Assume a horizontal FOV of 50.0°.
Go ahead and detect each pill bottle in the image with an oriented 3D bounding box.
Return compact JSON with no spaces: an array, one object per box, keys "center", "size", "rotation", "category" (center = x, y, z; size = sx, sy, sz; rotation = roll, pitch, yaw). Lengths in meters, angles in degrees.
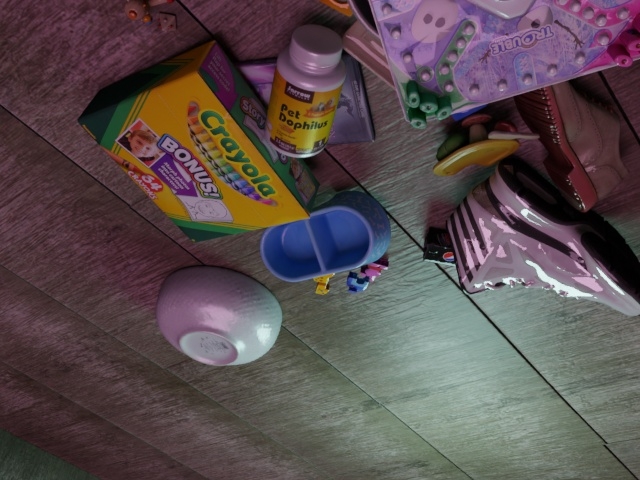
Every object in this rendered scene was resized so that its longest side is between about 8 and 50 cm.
[{"center":[-0.025,-0.252,1.165],"size":[0.117,0.117,0.215],"rotation":[14,139,-3],"category":"pill bottle"}]

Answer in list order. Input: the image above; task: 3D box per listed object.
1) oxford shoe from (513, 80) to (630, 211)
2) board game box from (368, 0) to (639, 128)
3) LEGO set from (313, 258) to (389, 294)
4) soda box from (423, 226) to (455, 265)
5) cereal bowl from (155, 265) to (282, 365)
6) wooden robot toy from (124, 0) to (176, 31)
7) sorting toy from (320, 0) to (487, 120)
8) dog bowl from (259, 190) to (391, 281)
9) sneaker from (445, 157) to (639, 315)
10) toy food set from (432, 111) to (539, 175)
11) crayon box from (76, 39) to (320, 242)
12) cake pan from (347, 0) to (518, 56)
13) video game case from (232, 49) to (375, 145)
[{"center":[0.431,-0.214,1.177],"size":[0.130,0.123,0.348],"rotation":[-34,124,3],"category":"oxford shoe"},{"center":[0.259,-0.371,0.945],"size":[0.390,0.050,0.390],"rotation":[-15,125,13],"category":"board game box"},{"center":[0.033,0.080,1.592],"size":[0.227,0.087,0.093],"rotation":[15,139,-3],"category":"LEGO set"},{"center":[0.311,0.021,1.488],"size":[0.169,0.053,0.060],"rotation":[10,138,0],"category":"soda box"},{"center":[-0.275,0.224,1.786],"size":[0.339,0.141,0.339],"rotation":[7,139,6],"category":"cereal bowl"},{"center":[-0.294,-0.399,1.125],"size":[0.076,0.079,0.173],"rotation":[-8,136,21],"category":"wooden robot toy"},{"center":[0.158,-0.341,1.114],"size":[0.347,0.047,0.196],"rotation":[33,130,-21],"category":"sorting toy"},{"center":[0.000,0.000,1.460],"size":[0.297,0.074,0.166],"rotation":[-14,101,27],"category":"dog bowl"},{"center":[0.442,0.044,1.390],"size":[0.447,0.169,0.257],"rotation":[36,129,-14],"category":"sneaker"},{"center":[0.283,-0.182,1.232],"size":[0.128,0.071,0.218],"rotation":[-5,168,-25],"category":"toy food set"},{"center":[-0.226,-0.167,1.325],"size":[0.313,0.106,0.363],"rotation":[-10,134,34],"category":"crayon box"},{"center":[0.172,-0.411,0.984],"size":[0.293,0.054,0.293],"rotation":[1,127,2],"category":"cake pan"},{"center":[-0.048,-0.254,1.277],"size":[0.274,0.026,0.196],"rotation":[-2,138,16],"category":"video game case"}]
